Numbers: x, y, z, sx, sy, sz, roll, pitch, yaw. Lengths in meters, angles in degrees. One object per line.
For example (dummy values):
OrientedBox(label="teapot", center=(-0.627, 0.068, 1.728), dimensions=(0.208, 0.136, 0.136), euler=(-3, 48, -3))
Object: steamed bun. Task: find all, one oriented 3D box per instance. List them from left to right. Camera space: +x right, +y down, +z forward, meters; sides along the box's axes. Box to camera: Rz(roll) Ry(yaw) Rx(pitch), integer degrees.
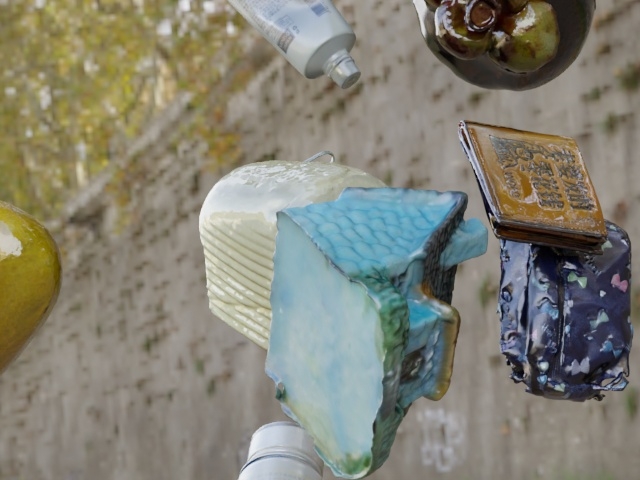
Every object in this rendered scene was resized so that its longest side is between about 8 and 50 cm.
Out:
OrientedBox(label="steamed bun", center=(0.000, 0.000, 1.960), dimensions=(0.290, 0.273, 0.272), euler=(12, 33, 37))

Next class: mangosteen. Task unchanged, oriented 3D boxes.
OrientedBox(label="mangosteen", center=(0.260, -0.339, 1.969), dimensions=(0.233, 0.288, 0.287), euler=(-25, -9, -1))

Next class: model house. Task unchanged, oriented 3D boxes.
OrientedBox(label="model house", center=(0.091, 0.096, 1.553), dimensions=(0.241, 0.261, 0.226), euler=(-17, 40, -31))

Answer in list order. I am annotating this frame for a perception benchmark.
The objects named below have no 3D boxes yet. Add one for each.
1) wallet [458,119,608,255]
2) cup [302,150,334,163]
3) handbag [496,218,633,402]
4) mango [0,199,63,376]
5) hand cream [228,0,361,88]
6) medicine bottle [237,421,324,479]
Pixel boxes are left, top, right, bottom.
OrientedBox(label="wallet", center=(0.264, -0.072, 1.714), dimensions=(0.161, 0.195, 0.042), euler=(10, -45, -20))
OrientedBox(label="cup", center=(-0.007, -0.102, 2.224), dimensions=(0.083, 0.054, 0.075), euler=(6, -46, -18))
OrientedBox(label="handbag", center=(0.300, 0.076, 1.731), dimensions=(0.162, 0.260, 0.113), euler=(13, -26, -21))
OrientedBox(label="mango", center=(-0.471, 0.073, 1.776), dimensions=(0.365, 0.253, 0.182), euler=(-25, 4, 36))
OrientedBox(label="hand cream", center=(-0.063, -0.314, 1.705), dimensions=(0.124, 0.341, 0.078), euler=(-43, -19, 14))
OrientedBox(label="medicine bottle", center=(-0.063, 0.411, 2.119), dimensions=(0.143, 0.258, 0.143), euler=(5, -48, 5))
